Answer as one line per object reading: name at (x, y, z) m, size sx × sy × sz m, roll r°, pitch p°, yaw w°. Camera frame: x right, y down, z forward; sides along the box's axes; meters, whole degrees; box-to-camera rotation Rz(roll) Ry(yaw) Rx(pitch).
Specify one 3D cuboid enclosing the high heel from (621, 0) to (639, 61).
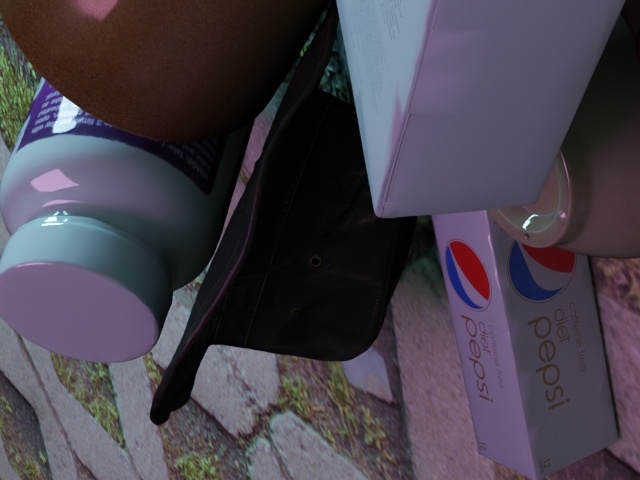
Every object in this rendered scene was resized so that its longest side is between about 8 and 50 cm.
high heel at (0.247, -0.168, 0.707) m, size 0.181 × 0.127 × 0.377 m, roll 50°, pitch 155°, yaw 2°

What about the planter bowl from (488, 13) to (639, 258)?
planter bowl at (0.150, -0.058, 0.949) m, size 0.162 × 0.109 × 0.162 m, roll 43°, pitch 144°, yaw 43°

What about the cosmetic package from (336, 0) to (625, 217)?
cosmetic package at (0.056, -0.242, 0.819) m, size 0.284 × 0.097 × 0.377 m, roll 97°, pitch 165°, yaw -65°

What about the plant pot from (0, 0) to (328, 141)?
plant pot at (-0.067, -0.229, 1.147) m, size 0.254 × 0.237 × 0.237 m, roll -41°, pitch 72°, yaw 48°

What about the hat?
hat at (0.000, 0.000, 1.210) m, size 0.134 × 0.331 × 0.331 m, roll 23°, pitch 148°, yaw -3°

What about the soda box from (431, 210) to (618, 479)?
soda box at (0.130, 0.040, 1.099) m, size 0.069 × 0.074 × 0.216 m, roll 18°, pitch 125°, yaw 58°

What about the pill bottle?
pill bottle at (-0.145, -0.064, 1.281) m, size 0.169 × 0.169 × 0.301 m, roll 109°, pitch 176°, yaw -54°
